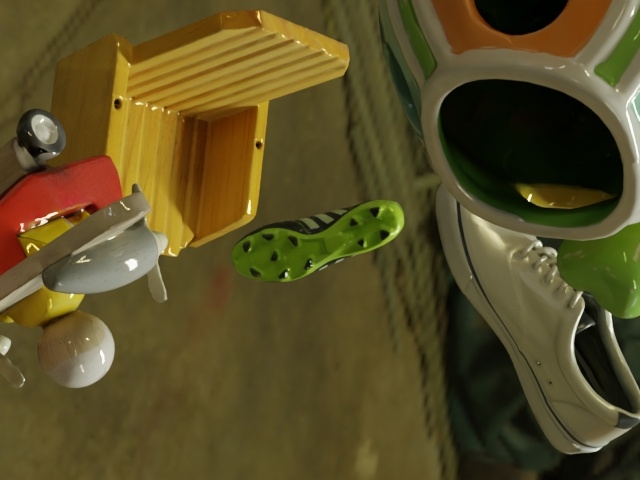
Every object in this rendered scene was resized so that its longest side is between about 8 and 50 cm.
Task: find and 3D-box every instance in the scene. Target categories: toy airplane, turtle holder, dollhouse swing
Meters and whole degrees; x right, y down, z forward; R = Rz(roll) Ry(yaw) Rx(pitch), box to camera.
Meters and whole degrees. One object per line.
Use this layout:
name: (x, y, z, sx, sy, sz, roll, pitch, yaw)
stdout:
toy airplane: (-0.340, 0.067, 1.738, 0.384, 0.272, 0.386, -43, -166, -5)
turtle holder: (0.138, -0.111, 0.895, 0.320, 0.243, 0.227, 109, 3, -57)
dollhouse swing: (-0.154, -0.140, 2.248, 0.347, 0.305, 0.315, 13, 81, -56)

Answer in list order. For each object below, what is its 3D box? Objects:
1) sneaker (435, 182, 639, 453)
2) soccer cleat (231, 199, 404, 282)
sneaker: (0.189, 0.048, 1.313, 0.094, 0.091, 0.258, -27, 87, -45)
soccer cleat: (0.000, 0.000, 1.585, 0.072, 0.179, 0.060, -33, 107, -76)
